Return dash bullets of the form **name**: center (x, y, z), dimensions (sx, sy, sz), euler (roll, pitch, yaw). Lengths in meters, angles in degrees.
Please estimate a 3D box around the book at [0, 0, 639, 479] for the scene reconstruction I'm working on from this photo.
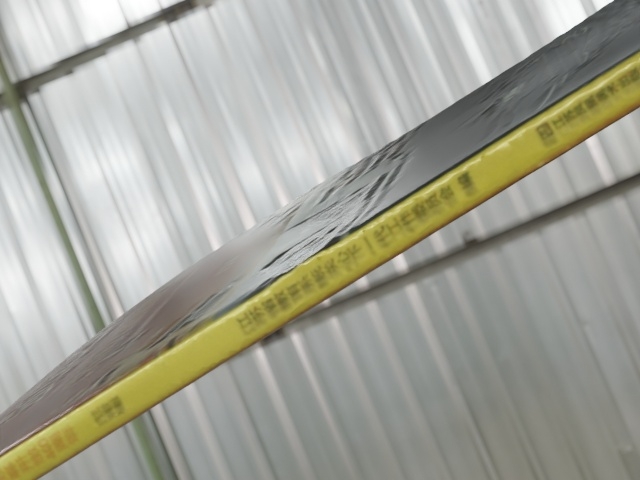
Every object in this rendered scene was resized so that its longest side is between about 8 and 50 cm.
- **book**: center (0.000, 0.000, 0.696), dimensions (0.374, 0.028, 0.262), euler (-32, 7, 16)
